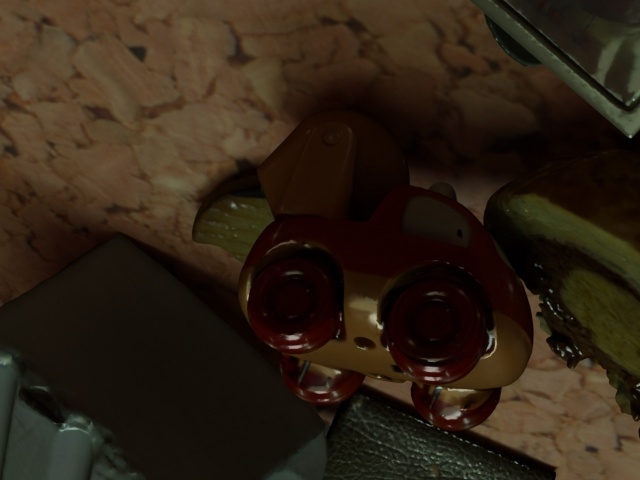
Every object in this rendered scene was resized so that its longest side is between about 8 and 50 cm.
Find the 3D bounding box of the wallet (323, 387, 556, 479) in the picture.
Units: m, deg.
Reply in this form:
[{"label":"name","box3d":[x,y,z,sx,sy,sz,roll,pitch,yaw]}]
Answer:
[{"label":"wallet","box3d":[0.114,0.258,1.797,0.243,0.132,0.039,23,-175,-3]}]

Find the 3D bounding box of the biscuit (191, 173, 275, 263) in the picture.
[{"label":"biscuit","box3d":[0.000,-0.001,1.585,0.229,0.031,0.176,25,144,-7]}]

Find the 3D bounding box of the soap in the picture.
[{"label":"soap","box3d":[-0.199,0.250,1.784,0.350,0.213,0.435,37,146,12]}]

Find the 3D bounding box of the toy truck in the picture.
[{"label":"toy truck","box3d":[0.058,0.013,1.398,0.265,0.239,0.189,11,159,15]}]

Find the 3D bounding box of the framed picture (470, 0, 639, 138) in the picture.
[{"label":"framed picture","box3d":[0.216,-0.228,1.108,0.211,0.020,0.289,41,129,0]}]

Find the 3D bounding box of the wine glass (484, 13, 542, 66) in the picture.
[{"label":"wine glass","box3d":[0.212,-0.193,1.200,0.079,0.079,0.195,40,140,-23]}]

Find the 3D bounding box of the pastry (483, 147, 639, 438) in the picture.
[{"label":"pastry","box3d":[0.263,0.017,1.360,0.256,0.170,0.236,41,158,36]}]
